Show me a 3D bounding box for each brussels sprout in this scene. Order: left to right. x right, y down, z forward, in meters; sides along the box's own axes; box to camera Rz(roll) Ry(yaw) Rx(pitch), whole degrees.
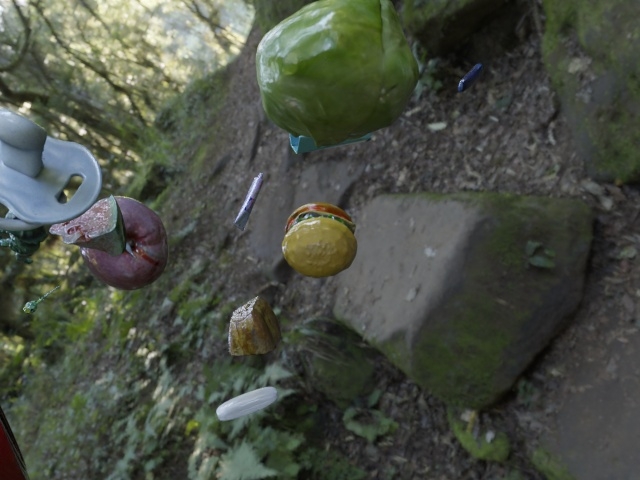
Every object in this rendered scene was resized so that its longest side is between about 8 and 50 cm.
[{"bbox_3d":[0.036,-0.327,1.300,0.328,0.327,0.247,144,132,-69],"label":"brussels sprout"}]

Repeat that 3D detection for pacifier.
[{"bbox_3d":[-0.520,-0.144,1.182,0.207,0.278,0.228,-58,9,48],"label":"pacifier"}]

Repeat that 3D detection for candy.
[{"bbox_3d":[-0.559,0.117,1.378,0.083,0.023,0.025,-37,-20,-12],"label":"candy"}]

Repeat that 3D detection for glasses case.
[{"bbox_3d":[-0.222,0.497,2.085,0.074,0.193,0.049,-144,37,-71],"label":"glasses case"},{"bbox_3d":[0.347,-0.372,1.566,0.083,0.023,0.034,-46,-22,-24],"label":"glasses case"}]

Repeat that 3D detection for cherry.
[{"bbox_3d":[-0.487,0.005,1.693,0.285,0.212,0.236,-144,47,-63],"label":"cherry"}]

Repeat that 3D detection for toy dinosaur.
[{"bbox_3d":[-0.697,-0.012,1.569,0.292,0.120,0.079,-35,26,49],"label":"toy dinosaur"}]

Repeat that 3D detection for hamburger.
[{"bbox_3d":[0.000,0.000,1.410,0.115,0.161,0.162,-87,23,-50],"label":"hamburger"}]

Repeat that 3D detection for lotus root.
[{"bbox_3d":[-0.162,0.226,1.722,0.159,0.135,0.095,-28,22,-31],"label":"lotus root"}]

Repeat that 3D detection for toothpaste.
[{"bbox_3d":[-0.195,-0.111,1.905,0.028,0.045,0.170,12,73,35],"label":"toothpaste"}]

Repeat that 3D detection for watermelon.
[{"bbox_3d":[-0.469,-0.029,1.418,0.121,0.158,0.098,-60,28,28],"label":"watermelon"}]

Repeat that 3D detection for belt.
[{"bbox_3d":[-0.640,0.343,1.256,0.227,0.115,0.324,27,133,52],"label":"belt"}]

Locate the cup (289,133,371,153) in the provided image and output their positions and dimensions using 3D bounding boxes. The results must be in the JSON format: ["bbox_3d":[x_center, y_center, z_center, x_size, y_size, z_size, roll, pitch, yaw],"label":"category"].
[{"bbox_3d":[0.032,-0.338,2.060,0.134,0.235,0.148,180,86,-77],"label":"cup"}]
